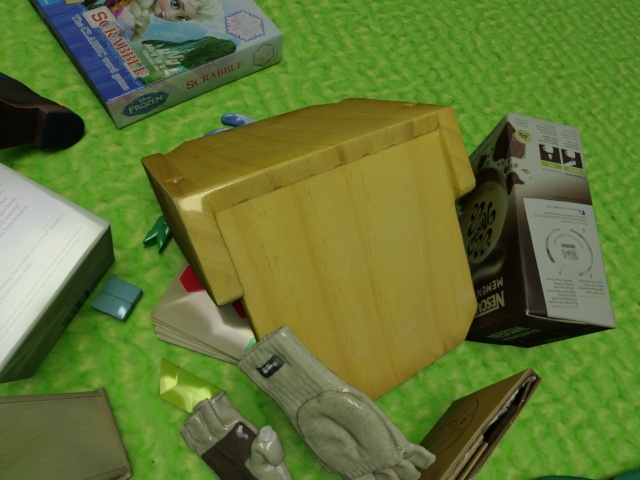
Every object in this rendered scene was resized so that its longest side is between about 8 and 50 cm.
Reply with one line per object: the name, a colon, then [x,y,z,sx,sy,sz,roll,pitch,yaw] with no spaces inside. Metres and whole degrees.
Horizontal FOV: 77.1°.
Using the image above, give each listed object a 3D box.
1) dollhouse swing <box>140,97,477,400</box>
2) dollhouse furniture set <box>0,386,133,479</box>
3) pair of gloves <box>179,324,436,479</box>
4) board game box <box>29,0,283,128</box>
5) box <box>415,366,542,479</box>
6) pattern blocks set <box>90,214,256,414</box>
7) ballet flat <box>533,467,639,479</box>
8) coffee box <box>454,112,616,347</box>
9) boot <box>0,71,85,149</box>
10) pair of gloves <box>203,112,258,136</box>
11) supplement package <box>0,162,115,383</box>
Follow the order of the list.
dollhouse swing: [0.000,0.000,0.561,0.347,0.305,0.315,-25,31,-22]
dollhouse furniture set: [-0.346,0.256,0.385,0.242,0.161,0.212,-32,69,-1]
pair of gloves: [-0.030,0.213,0.416,0.204,0.240,0.042,42,28,3]
board game box: [-0.284,-0.385,0.694,0.318,0.066,0.318,-34,77,-22]
box: [0.144,0.224,0.442,0.164,0.201,0.021,-39,69,-23]
pattern blocks set: [-0.113,0.087,0.545,0.325,0.026,0.285,33,63,4]
ballet flat: [0.377,0.343,0.514,0.221,0.077,0.079,0,87,-12]
coffee box: [0.289,-0.008,0.588,0.119,0.168,0.297,10,65,-7]
boot: [-0.443,-0.175,0.524,0.106,0.219,0.082,36,108,15]
pair of gloves: [-0.096,-0.130,0.646,0.159,0.023,0.198,-20,73,-18]
supplement package: [-0.399,0.000,0.410,0.293,0.175,0.177,32,64,-14]
